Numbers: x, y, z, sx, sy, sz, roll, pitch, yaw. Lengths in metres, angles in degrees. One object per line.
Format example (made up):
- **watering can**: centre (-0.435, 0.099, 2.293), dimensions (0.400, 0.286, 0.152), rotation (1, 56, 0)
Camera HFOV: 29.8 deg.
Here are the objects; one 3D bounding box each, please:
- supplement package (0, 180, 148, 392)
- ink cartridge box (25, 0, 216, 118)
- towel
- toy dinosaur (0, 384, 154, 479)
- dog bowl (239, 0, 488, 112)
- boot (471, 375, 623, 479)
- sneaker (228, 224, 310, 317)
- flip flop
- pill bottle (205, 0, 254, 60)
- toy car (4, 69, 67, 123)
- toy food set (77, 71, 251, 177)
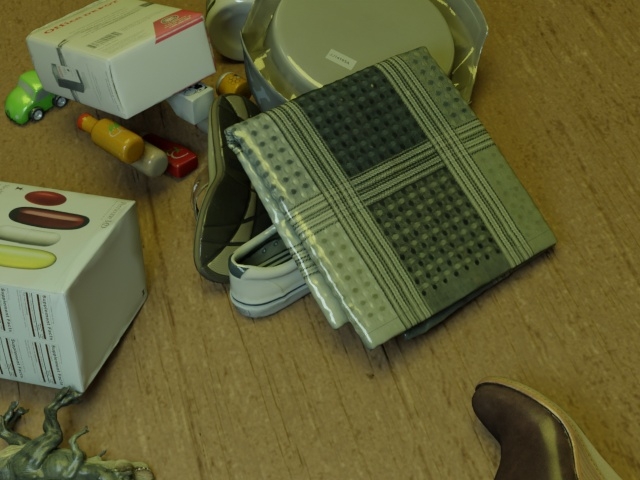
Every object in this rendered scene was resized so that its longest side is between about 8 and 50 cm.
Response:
- **supplement package**: centre (-0.339, 0.048, 1.411), dimensions (0.203, 0.149, 0.194), rotation (8, 36, 14)
- **ink cartridge box**: centre (-0.270, -0.251, 1.614), dimensions (0.158, 0.092, 0.218), rotation (-33, 36, -30)
- **towel**: centre (0.089, -0.054, 1.455), dimensions (0.312, 0.056, 0.324), rotation (-27, 78, -27)
- **toy dinosaur**: centre (-0.318, 0.230, 1.333), dimensions (0.268, 0.064, 0.118), rotation (-4, 55, 7)
- **dog bowl**: centre (0.054, -0.256, 1.639), dimensions (0.349, 0.102, 0.349), rotation (5, 56, -8)
- **boot**: centre (0.191, 0.266, 1.217), dimensions (0.207, 0.090, 0.248), rotation (-32, 56, -23)
- **sneaker**: centre (0.000, 0.000, 1.476), dimensions (0.258, 0.091, 0.094), rotation (-34, 53, -22)
- **flip flop**: centre (-0.124, -0.065, 1.550), dimensions (0.080, 0.112, 0.277), rotation (-30, 50, 40)
- **pill bottle**: centre (-0.112, -0.379, 1.810), dimensions (0.119, 0.119, 0.208), rotation (-4, 49, 3)
- **toy car**: centre (-0.367, -0.249, 1.767), dimensions (0.225, 0.053, 0.239), rotation (-36, 54, -23)
- **toy food set**: centre (-0.208, -0.162, 1.633), dimensions (0.104, 0.111, 0.232), rotation (31, 52, 31)
